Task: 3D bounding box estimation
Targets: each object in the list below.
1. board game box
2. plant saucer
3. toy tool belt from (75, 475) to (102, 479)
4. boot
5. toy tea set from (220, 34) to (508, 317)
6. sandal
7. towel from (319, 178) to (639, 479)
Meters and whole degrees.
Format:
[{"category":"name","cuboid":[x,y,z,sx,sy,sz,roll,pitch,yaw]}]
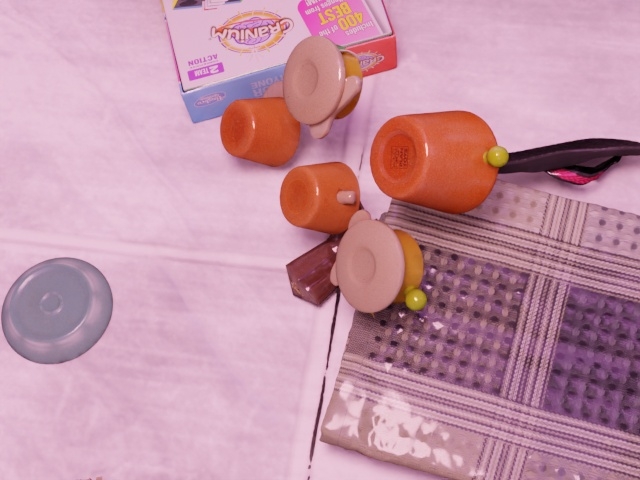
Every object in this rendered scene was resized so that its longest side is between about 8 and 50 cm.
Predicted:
[{"category":"board game box","cuboid":[-0.070,-0.309,1.286,0.242,0.064,0.317,-15,64,0]},{"category":"plant saucer","cuboid":[-0.275,0.068,1.158,0.119,0.021,0.119,-3,64,6]},{"category":"toy tool belt","cuboid":[-0.218,0.248,1.058,0.083,0.052,0.051,-3,33,2]},{"category":"boot","cuboid":[0.000,0.000,1.150,0.114,0.037,0.106,-39,67,-9]},{"category":"toy tea set","cuboid":[0.041,-0.084,1.105,0.336,0.124,0.200,47,122,38]},{"category":"sandal","cuboid":[0.248,-0.076,1.145,0.179,0.067,0.040,-9,103,-6]},{"category":"towel","cuboid":[0.187,0.091,1.079,0.324,0.056,0.312,16,71,8]}]
